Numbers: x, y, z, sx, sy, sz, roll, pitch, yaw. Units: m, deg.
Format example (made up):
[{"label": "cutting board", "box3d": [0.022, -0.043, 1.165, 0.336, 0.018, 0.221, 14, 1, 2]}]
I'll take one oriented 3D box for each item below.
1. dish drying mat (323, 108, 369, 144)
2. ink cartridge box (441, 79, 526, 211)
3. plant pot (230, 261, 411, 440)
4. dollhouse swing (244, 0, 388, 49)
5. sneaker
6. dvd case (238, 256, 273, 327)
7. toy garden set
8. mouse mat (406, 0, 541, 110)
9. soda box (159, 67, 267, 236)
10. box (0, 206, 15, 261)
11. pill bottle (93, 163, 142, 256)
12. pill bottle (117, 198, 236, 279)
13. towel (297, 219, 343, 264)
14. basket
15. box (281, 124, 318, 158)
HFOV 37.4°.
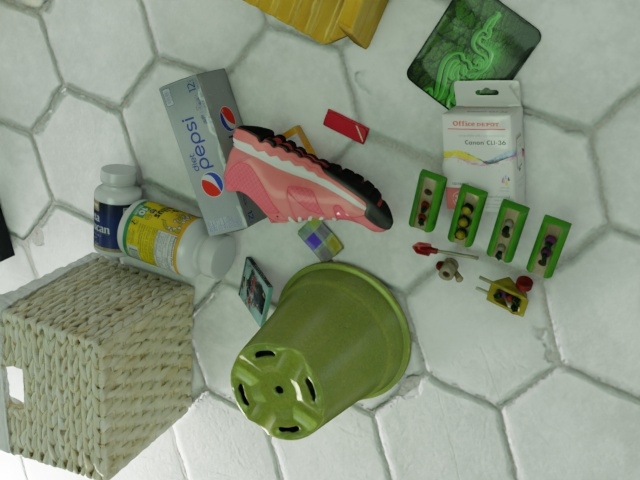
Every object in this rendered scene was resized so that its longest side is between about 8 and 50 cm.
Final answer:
[{"label": "dish drying mat", "box3d": [0.043, -0.196, 1.626, 0.083, 0.008, 0.032, 28, 119, 18]}, {"label": "ink cartridge box", "box3d": [0.256, -0.148, 1.485, 0.115, 0.067, 0.198, 4, 112, 28]}, {"label": "plant pot", "box3d": [-0.018, 0.209, 1.645, 0.276, 0.254, 0.276, 11, 114, 26]}, {"label": "dollhouse swing", "box3d": [-0.080, -0.468, 1.424, 0.347, 0.305, 0.315, 31, 119, 14]}, {"label": "sneaker", "box3d": [-0.025, -0.077, 1.618, 0.314, 0.116, 0.136, 29, 107, 10]}, {"label": "dvd case", "box3d": [-0.122, 0.096, 1.774, 0.119, 0.013, 0.087, 51, 134, 52]}, {"label": "toy garden set", "box3d": [0.251, 0.017, 1.510, 0.244, 0.049, 0.203, 21, 135, 14]}, {"label": "mouse mat", "box3d": [0.237, -0.291, 1.488, 0.153, 0.007, 0.189, 40, 122, 12]}, {"label": "soda box", "box3d": [-0.187, -0.159, 1.713, 0.091, 0.098, 0.286, -13, 100, 30]}, {"label": "box", "box3d": [-0.829, -0.027, 2.110, 0.261, 0.103, 0.184, -5, 107, 31]}, {"label": "pill bottle", "box3d": [-0.400, -0.061, 1.866, 0.094, 0.094, 0.169, 16, 113, 24]}, {"label": "pill bottle", "box3d": [-0.271, 0.003, 1.802, 0.209, 0.118, 0.117, 18, 115, 23]}, {"label": "towel", "box3d": [0.000, 0.000, 1.716, 0.083, 0.009, 0.060, 51, 123, 5]}, {"label": "basket", "box3d": [-0.442, 0.242, 1.855, 0.267, 0.331, 0.328, 13, 113, 23]}, {"label": "box", "box3d": [-0.039, -0.127, 1.685, 0.081, 0.028, 0.136, -27, 95, 33]}]
